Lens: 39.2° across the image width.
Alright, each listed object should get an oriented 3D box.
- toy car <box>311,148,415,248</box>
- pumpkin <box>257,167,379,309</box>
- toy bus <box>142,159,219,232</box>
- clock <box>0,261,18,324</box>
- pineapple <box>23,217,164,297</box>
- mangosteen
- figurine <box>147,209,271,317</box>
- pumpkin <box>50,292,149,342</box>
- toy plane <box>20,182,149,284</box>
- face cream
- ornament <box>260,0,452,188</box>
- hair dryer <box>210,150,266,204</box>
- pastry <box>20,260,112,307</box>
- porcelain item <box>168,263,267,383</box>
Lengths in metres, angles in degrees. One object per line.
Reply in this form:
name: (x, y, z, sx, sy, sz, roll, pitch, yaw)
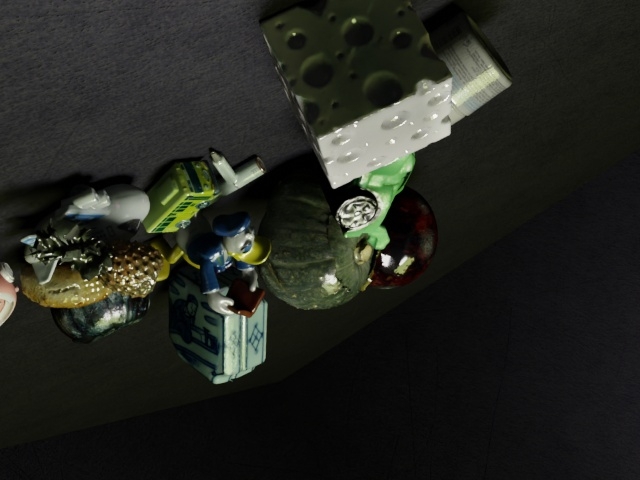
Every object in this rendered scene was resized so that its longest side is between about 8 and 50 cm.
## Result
toy car: (0.100, -0.158, 1.819, 0.177, 0.213, 0.358, 4, 131, -24)
pumpkin: (0.000, 0.000, 2.092, 0.258, 0.327, 0.292, 10, 180, 30)
toy bus: (-0.295, -0.089, 1.846, 0.101, 0.088, 0.175, -4, 155, -45)
clock: (-0.728, 0.118, 1.797, 0.241, 0.142, 0.227, -35, 164, -3)
pineapple: (-0.416, 0.029, 1.671, 0.251, 0.125, 0.125, 20, 137, -37)
mangosteen: (0.158, -0.015, 2.370, 0.311, 0.311, 0.311, -23, 163, -7)
figurine: (-0.230, 0.043, 1.985, 0.205, 0.283, 0.338, -23, 168, -34)
pumpkin: (-0.509, 0.140, 2.084, 0.233, 0.163, 0.233, -22, 180, 0)
toy plane: (-0.457, -0.024, 1.760, 0.267, 0.122, 0.267, -26, 164, -8)
face cream: (0.267, -0.335, 1.752, 0.153, 0.177, 0.177, -34, 162, 19)
ornament: (0.067, -0.273, 1.543, 0.239, 0.239, 0.239, -26, 163, 0)
hair dryer: (-0.218, -0.144, 1.889, 0.155, 0.044, 0.183, -31, 158, 13)
pastry: (-0.531, 0.080, 1.895, 0.182, 0.093, 0.193, 16, -157, 37)
porcelain item: (-0.278, 0.210, 2.365, 0.157, 0.281, 0.285, -16, 120, -39)
